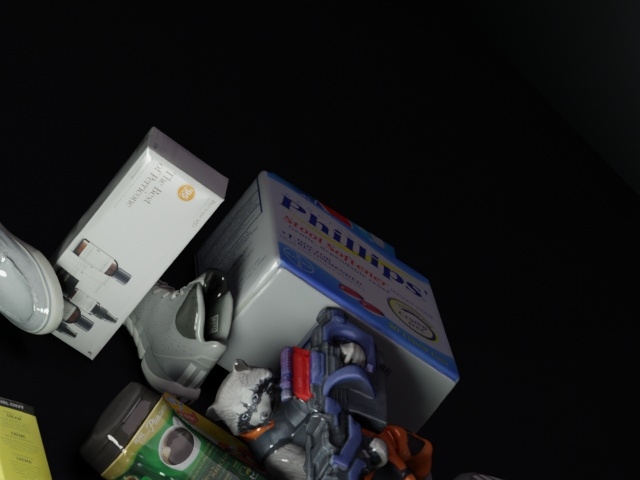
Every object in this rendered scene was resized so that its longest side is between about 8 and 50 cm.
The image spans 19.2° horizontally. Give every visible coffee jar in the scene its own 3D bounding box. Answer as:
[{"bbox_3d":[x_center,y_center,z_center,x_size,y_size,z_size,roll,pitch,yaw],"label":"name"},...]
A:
[{"bbox_3d":[-0.141,0.225,1.852,0.184,0.079,0.096,39,49,-5],"label":"coffee jar"}]

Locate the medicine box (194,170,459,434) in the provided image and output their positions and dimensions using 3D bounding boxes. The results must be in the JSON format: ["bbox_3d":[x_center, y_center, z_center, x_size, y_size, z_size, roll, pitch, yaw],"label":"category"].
[{"bbox_3d":[0.001,0.087,2.220,0.263,0.149,0.289,34,17,-17],"label":"medicine box"}]

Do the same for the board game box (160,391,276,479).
[{"bbox_3d":[-0.112,0.233,1.967,0.154,0.026,0.103,35,24,-15],"label":"board game box"}]

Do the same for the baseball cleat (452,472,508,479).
[{"bbox_3d":[0.227,0.310,2.257,0.206,0.109,0.072,5,80,-55],"label":"baseball cleat"}]

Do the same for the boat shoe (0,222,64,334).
[{"bbox_3d":[-0.353,0.017,1.932,0.227,0.079,0.081,45,29,26],"label":"boat shoe"}]

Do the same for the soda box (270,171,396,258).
[{"bbox_3d":[0.000,0.000,2.515,0.210,0.071,0.067,31,24,-22],"label":"soda box"}]

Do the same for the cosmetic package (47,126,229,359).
[{"bbox_3d":[-0.205,0.006,1.959,0.099,0.239,0.060,34,22,-15],"label":"cosmetic package"}]

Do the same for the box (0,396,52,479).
[{"bbox_3d":[-0.268,0.244,1.624,0.058,0.087,0.232,21,31,-35],"label":"box"}]

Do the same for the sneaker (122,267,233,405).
[{"bbox_3d":[-0.157,0.060,2.075,0.086,0.132,0.229,15,34,-47],"label":"sneaker"}]

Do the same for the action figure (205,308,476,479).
[{"bbox_3d":[0.023,0.246,1.952,0.330,0.178,0.341,37,26,-12],"label":"action figure"}]
